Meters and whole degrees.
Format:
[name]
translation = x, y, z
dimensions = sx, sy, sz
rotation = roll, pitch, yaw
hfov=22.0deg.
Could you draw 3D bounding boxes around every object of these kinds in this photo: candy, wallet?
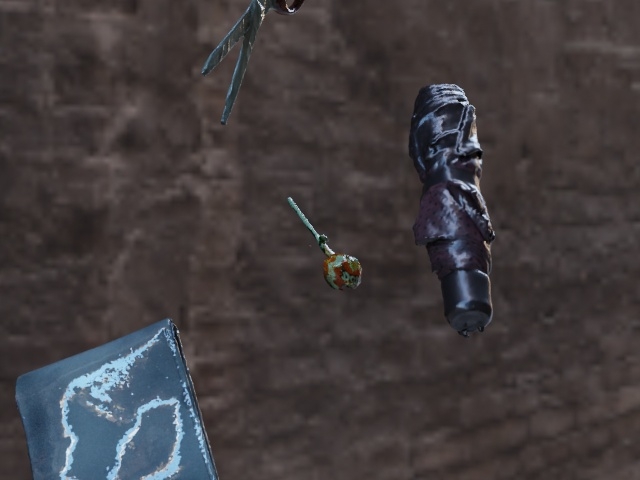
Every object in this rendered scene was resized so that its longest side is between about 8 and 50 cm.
[candy]
translation = 0.000, 0.000, 2.237
dimensions = 0.055, 0.049, 0.184
rotation = 23, 25, -49
[wallet]
translation = -0.286, 0.268, 2.292
dimensions = 0.251, 0.290, 0.054
rotation = -21, -31, 3

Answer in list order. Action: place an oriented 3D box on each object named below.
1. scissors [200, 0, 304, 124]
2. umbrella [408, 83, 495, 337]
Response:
[scissors]
translation = -0.071, -0.240, 1.758
dimensions = 0.017, 0.247, 0.144
rotation = 8, -35, 23
[umbrella]
translation = 0.148, -0.039, 1.857
dimensions = 0.094, 0.326, 0.090
rotation = -17, -37, 20
